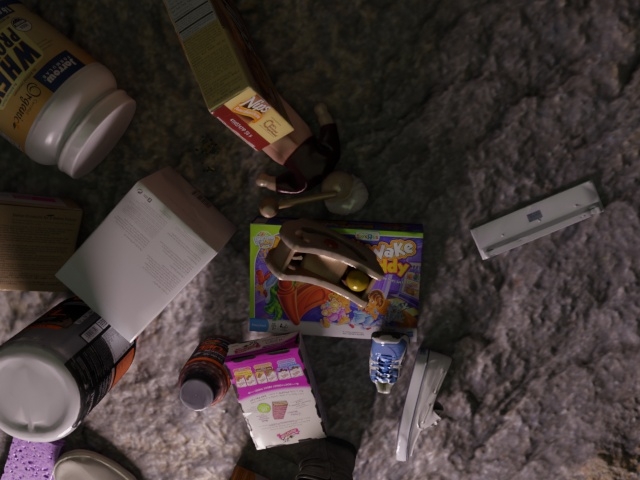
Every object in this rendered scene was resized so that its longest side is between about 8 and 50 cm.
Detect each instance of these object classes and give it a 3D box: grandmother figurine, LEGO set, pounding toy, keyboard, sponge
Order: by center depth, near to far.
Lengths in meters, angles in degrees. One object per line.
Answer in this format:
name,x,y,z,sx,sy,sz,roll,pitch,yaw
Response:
pounding toy,0.000,0.000,1.325,0.270,0.154,0.154,27,111,-2
grandmother figurine,-0.047,-0.175,1.405,0.342,0.104,0.208,42,113,-3
keyboard,0.434,-0.041,1.433,0.256,0.014,0.072,-23,96,11
LEGO set,-0.230,-0.181,1.463,0.054,0.023,0.083,18,119,3
sponge,-0.689,0.547,1.689,0.117,0.031,0.210,22,106,0

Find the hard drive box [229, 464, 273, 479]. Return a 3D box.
hard drive box,-0.114,0.619,1.571,0.232,0.181,0.089,23,104,-1

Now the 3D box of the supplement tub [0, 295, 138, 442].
supplement tub,-0.503,0.237,1.431,0.207,0.338,0.207,1,104,6

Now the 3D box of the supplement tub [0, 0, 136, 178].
supplement tub,-0.538,-0.288,1.358,0.316,0.228,0.228,37,105,-4

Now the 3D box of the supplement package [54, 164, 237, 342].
supplement package,-0.341,0.021,1.432,0.199,0.198,0.263,44,104,-6

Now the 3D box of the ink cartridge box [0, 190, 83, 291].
ink cartridge box,-0.627,0.001,1.451,0.235,0.088,0.193,6,108,-38

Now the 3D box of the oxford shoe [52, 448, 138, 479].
oxford shoe,-0.460,0.675,1.650,0.169,0.130,0.449,-32,98,14

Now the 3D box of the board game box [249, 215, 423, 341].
board game box,0.030,0.077,1.469,0.348,0.078,0.233,3,105,5

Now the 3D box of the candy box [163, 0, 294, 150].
candy box,-0.170,-0.332,1.261,0.088,0.183,0.316,-30,67,11

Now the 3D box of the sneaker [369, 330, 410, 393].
sneaker,0.138,0.244,1.438,0.080,0.211,0.081,3,60,9

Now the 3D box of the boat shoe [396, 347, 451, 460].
boat shoe,0.219,0.358,1.513,0.084,0.095,0.257,13,106,7

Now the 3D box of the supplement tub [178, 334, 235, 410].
supplement tub,-0.233,0.278,1.487,0.106,0.198,0.105,1,105,5

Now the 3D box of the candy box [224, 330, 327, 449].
candy box,-0.089,0.314,1.487,0.159,0.071,0.233,-12,113,7

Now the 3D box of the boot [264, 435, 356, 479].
boot,-0.036,0.470,1.534,0.247,0.161,0.083,15,105,2
